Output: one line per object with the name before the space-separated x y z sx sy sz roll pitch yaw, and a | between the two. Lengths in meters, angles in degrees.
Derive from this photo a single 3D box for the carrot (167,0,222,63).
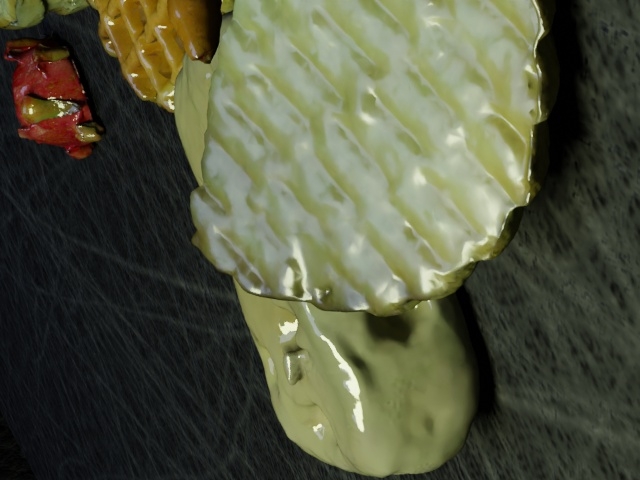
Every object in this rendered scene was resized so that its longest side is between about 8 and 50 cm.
carrot | -0.088 -0.231 0.814 0.069 0.069 0.336 101 157 -58

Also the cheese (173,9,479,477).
cheese | -0.002 0.001 0.859 0.159 0.093 0.262 2 111 69

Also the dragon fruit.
dragon fruit | -0.254 -0.129 1.470 0.126 0.068 0.112 66 164 9

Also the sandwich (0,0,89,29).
sandwich | -0.273 -0.321 1.266 0.271 0.099 0.301 19 125 60

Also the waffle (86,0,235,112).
waffle | -0.107 -0.194 1.017 0.243 0.059 0.237 39 142 52

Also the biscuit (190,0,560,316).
biscuit | 0.026 -0.075 0.684 0.187 0.036 0.273 35 128 31
